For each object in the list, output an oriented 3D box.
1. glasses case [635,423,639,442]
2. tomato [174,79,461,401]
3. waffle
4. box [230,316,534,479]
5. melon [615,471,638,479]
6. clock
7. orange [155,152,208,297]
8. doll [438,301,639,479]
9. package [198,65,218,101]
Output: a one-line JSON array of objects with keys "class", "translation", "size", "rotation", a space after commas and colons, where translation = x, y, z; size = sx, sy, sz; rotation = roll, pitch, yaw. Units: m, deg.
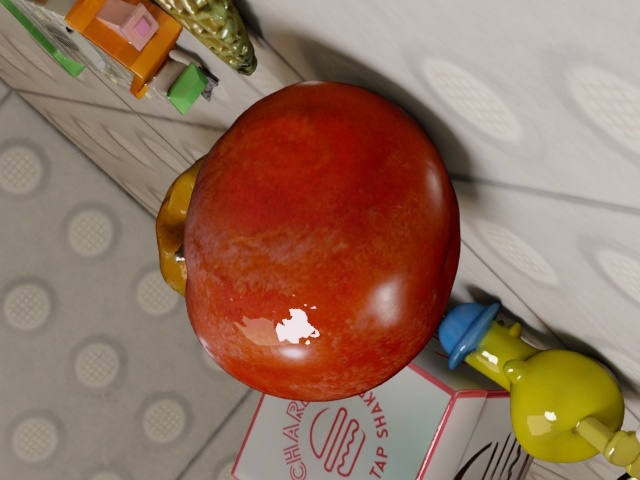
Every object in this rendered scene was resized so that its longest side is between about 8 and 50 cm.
[{"class": "glasses case", "translation": [0.500, 0.306, 1.757], "size": [0.144, 0.076, 0.336], "rotation": [28, 165, 48]}, {"class": "tomato", "translation": [0.000, 0.000, 1.552], "size": [0.289, 0.325, 0.293], "rotation": [8, 149, 17]}, {"class": "waffle", "translation": [-0.151, -0.273, 1.624], "size": [0.208, 0.054, 0.214], "rotation": [39, 174, 12]}, {"class": "box", "translation": [0.114, 0.279, 2.140], "size": [0.312, 0.314, 0.300], "rotation": [32, -163, 38]}, {"class": "melon", "translation": [0.490, 0.347, 2.018], "size": [0.160, 0.079, 0.128], "rotation": [37, -172, 9]}, {"class": "clock", "translation": [-0.282, -0.285, 1.949], "size": [0.255, 0.106, 0.220], "rotation": [26, 165, 38]}, {"class": "orange", "translation": [-0.114, -0.008, 2.165], "size": [0.249, 0.249, 0.183], "rotation": [44, 176, -23]}, {"class": "doll", "translation": [0.283, 0.191, 1.875], "size": [0.199, 0.145, 0.363], "rotation": [38, -179, -41]}, {"class": "package", "translation": [-0.160, -0.215, 2.036], "size": [0.037, 0.015, 0.110], "rotation": [45, 169, -2]}]
